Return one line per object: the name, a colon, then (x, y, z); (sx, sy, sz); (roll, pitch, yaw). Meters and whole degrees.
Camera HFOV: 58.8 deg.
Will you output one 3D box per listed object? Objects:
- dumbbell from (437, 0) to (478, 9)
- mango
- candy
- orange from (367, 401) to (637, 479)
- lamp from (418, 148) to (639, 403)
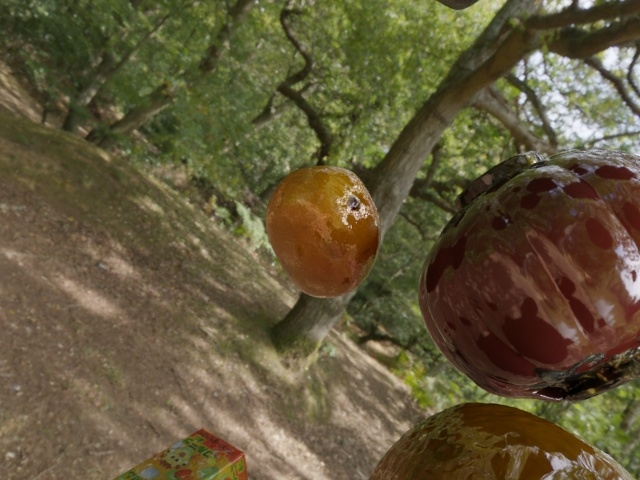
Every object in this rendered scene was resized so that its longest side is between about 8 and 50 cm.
dumbbell: (0.062, -0.371, 0.554); (0.388, 0.185, 0.185); (21, 3, -17)
mango: (-0.001, 0.005, 0.692); (0.141, 0.102, 0.217); (12, -32, -1)
candy: (-0.124, 0.205, 0.464); (0.062, 0.038, 0.122); (13, 21, 40)
orange: (0.162, 0.267, 0.411); (0.262, 0.196, 0.334); (37, 34, -1)
lamp: (0.255, 0.037, 0.621); (0.257, 0.303, 0.303); (65, 9, 20)
